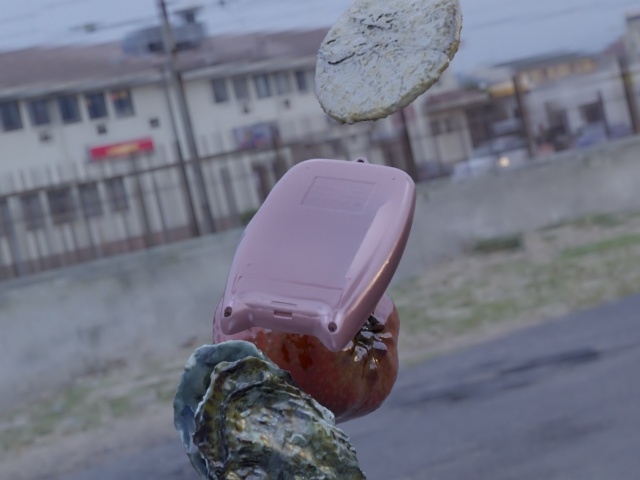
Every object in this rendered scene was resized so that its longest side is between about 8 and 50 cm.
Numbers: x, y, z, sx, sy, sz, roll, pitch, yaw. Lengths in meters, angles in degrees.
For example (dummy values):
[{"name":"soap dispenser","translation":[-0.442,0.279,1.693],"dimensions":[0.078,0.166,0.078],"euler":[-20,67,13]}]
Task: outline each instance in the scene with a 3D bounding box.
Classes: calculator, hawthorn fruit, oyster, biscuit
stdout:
[{"name":"calculator","translation":[0.000,0.000,2.219],"dimensions":[0.220,0.048,0.330],"euler":[6,47,22]},{"name":"hawthorn fruit","translation":[-0.050,0.157,2.584],"dimensions":[0.330,0.287,0.287],"euler":[-11,2,37]},{"name":"oyster","translation":[-0.053,0.264,2.113],"dimensions":[0.162,0.351,0.158],"euler":[-35,40,7]},{"name":"biscuit","translation":[0.077,-0.230,2.026],"dimensions":[0.219,0.220,0.033],"euler":[-11,-36,37]}]
